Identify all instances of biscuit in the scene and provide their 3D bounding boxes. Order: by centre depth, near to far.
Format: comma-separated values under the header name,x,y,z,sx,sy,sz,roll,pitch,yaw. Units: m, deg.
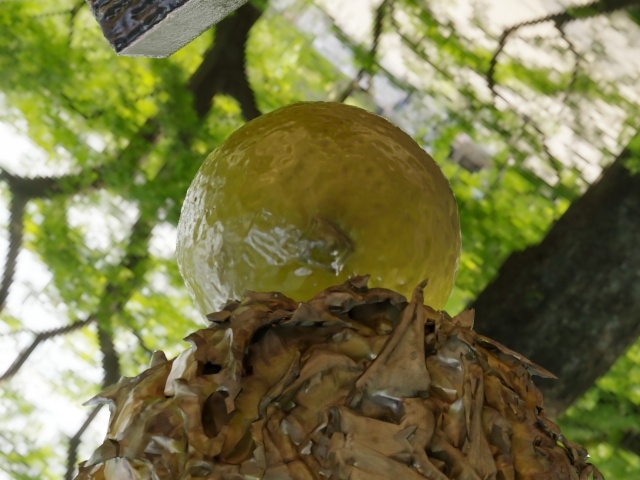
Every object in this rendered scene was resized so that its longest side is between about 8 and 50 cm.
name,x,y,z,sx,sy,sz,roll,pitch,yaw
biscuit,-0.043,-0.297,1.208,0.073,0.388,0.107,60,-157,7

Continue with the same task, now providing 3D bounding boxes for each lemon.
name,x,y,z,sx,sy,sz,roll,pitch,yaw
lemon,-0.001,0.001,1.143,0.267,0.267,0.267,38,180,0

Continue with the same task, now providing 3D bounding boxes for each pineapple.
name,x,y,z,sx,sy,sz,roll,pitch,yaw
pineapple,0.011,0.197,0.775,0.352,0.352,0.300,38,137,17
